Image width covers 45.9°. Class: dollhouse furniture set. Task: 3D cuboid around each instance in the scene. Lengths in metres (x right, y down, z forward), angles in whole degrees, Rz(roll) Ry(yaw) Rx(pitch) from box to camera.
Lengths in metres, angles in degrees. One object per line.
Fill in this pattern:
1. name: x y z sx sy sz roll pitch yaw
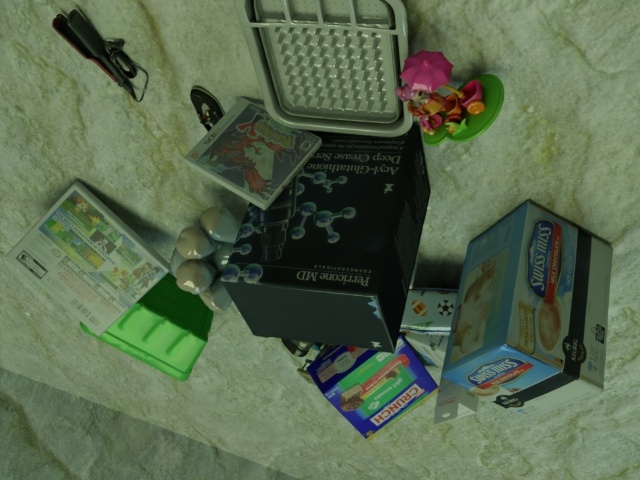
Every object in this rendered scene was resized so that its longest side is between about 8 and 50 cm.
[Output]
1. dollhouse furniture set: -0.017 0.324 2.207 0.129 0.129 0.184 5 142 52

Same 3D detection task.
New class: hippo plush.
1. hippo plush: -0.262 0.011 1.846 0.236 0.294 0.234 17 138 54

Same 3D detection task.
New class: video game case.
1. video game case: -0.611 0.055 1.993 0.300 0.036 0.329 -41 103 18
2. video game case: -0.129 -0.171 1.445 0.201 0.183 0.023 30 157 20

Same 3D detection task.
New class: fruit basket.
1. fruit basket: -0.538 0.251 2.272 0.391 0.283 0.392 3 132 3

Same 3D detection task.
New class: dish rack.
1. dish rack: 0.020 -0.323 1.307 0.285 0.072 0.333 7 145 15

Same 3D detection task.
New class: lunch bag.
1. lunch bag: 0.279 0.173 1.831 0.303 0.115 0.243 5 175 21

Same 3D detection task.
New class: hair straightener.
1. hair straightener: -0.416 -0.358 1.483 0.089 0.047 0.230 -6 141 32

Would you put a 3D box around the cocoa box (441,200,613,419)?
1. cocoa box: 0.425 0.144 1.549 0.228 0.347 0.231 27 146 -12

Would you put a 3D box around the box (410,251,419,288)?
1. box: 0.145 0.009 1.707 0.114 0.103 0.203 3 144 21

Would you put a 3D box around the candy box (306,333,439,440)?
1. candy box: 0.155 0.392 2.129 0.268 0.122 0.317 -37 134 1

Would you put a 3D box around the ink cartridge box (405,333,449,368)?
1. ink cartridge box: 0.339 0.285 1.986 0.190 0.082 0.140 15 154 46

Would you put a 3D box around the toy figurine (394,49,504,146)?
1. toy figurine: 0.188 -0.246 1.257 0.159 0.130 0.173 27 141 -34

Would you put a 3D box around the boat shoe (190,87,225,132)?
1. boat shoe: -0.227 -0.257 1.551 0.048 0.042 0.133 -2 141 30

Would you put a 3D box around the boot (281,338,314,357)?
1. boot: -0.087 0.194 2.111 0.246 0.083 0.161 40 118 15

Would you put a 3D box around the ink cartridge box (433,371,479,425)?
1. ink cartridge box: 0.388 0.431 2.126 0.067 0.198 0.115 28 146 -16

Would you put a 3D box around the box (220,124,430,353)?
1. box: 0.027 -0.017 1.456 0.293 0.396 0.212 4 146 19
